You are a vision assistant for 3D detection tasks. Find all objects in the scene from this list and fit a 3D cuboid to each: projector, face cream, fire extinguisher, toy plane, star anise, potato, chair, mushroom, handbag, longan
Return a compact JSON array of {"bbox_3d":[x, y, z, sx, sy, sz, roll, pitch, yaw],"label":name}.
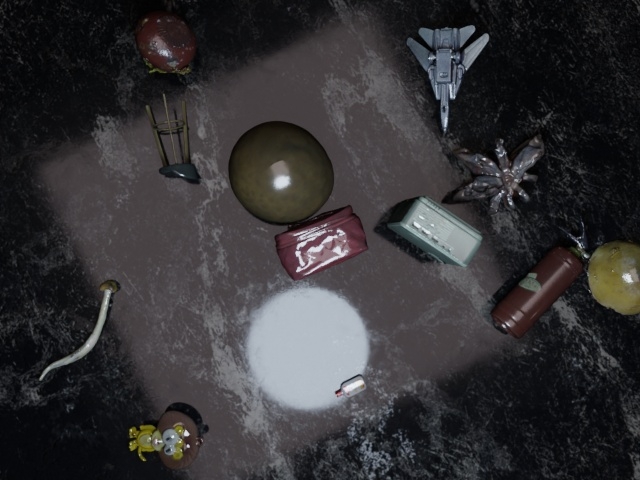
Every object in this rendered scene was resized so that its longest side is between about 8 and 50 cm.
[{"bbox_3d":[0.279,-0.025,1.761,0.192,0.257,0.099,35,89,-2],"label":"projector"},{"bbox_3d":[0.078,0.382,1.861,0.083,0.021,0.040,-26,90,-3],"label":"face cream"},{"bbox_3d":[0.577,0.087,1.854,0.138,0.102,0.344,43,87,0],"label":"fire extinguisher"},{"bbox_3d":[0.320,-0.414,1.853,0.212,0.088,0.267,3,92,20],"label":"toy plane"},{"bbox_3d":[0.457,-0.167,1.850,0.258,0.110,0.198,-5,89,-10],"label":"star anise"},{"bbox_3d":[0.803,0.097,1.864,0.182,0.117,0.202,-7,89,-6],"label":"potato"},{"bbox_3d":[-0.377,-0.249,1.814,0.095,0.104,0.221,-16,85,22],"label":"chair"},{"bbox_3d":[-0.598,0.238,1.818,0.068,0.043,0.306,31,89,15],"label":"mushroom"},{"bbox_3d":[0.000,0.000,1.801,0.225,0.146,0.135,-23,94,-1],"label":"handbag"},{"bbox_3d":[-0.098,-0.163,1.756,0.258,0.258,0.258,0,89,-3],"label":"longan"}]

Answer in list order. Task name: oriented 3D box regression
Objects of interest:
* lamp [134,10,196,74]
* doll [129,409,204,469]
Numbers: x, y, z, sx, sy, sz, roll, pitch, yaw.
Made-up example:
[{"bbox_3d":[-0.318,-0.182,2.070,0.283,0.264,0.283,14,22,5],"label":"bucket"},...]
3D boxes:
[{"bbox_3d":[-0.392,-0.490,1.797,0.156,0.135,0.157,22,59,-31],"label":"lamp"},{"bbox_3d":[-0.385,0.508,1.800,0.188,0.096,0.145,-25,83,6],"label":"doll"}]
